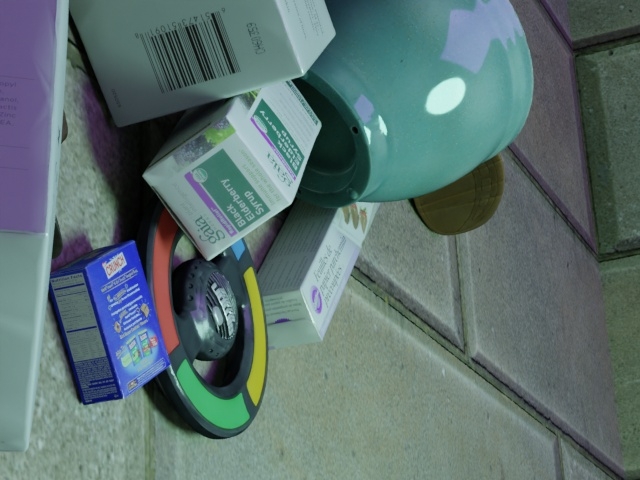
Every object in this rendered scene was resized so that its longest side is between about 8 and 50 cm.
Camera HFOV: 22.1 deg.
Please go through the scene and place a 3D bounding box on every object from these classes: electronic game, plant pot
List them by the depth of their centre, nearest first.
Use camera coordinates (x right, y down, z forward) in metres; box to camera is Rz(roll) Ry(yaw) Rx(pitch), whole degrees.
[{"bbox_3d":[-0.101,0.060,1.439,0.229,0.048,0.229,-11,90,-69],"label":"electronic game"},{"bbox_3d":[0.036,-0.154,1.644,0.196,0.293,0.293,-41,121,-35],"label":"plant pot"}]

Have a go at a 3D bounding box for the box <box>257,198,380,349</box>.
[{"bbox_3d":[0.000,0.000,1.709,0.324,0.067,0.063,-66,139,-58],"label":"box"}]

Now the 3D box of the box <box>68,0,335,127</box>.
[{"bbox_3d":[-0.108,-0.214,1.382,0.119,0.181,0.182,-60,133,-64],"label":"box"}]

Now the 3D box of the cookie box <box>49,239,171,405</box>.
[{"bbox_3d":[-0.165,0.063,1.283,0.092,0.040,0.107,-34,111,-67],"label":"cookie box"}]

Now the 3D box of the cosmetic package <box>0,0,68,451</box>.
[{"bbox_3d":[-0.216,-0.034,0.911,0.224,0.138,0.224,109,-19,-53],"label":"cosmetic package"}]

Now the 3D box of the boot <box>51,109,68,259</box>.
[{"bbox_3d":[-0.210,-0.056,1.246,0.114,0.037,0.106,-76,149,-58],"label":"boot"}]

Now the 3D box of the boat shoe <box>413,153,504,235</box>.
[{"bbox_3d":[0.152,-0.149,2.096,0.342,0.123,0.123,66,8,-47],"label":"boat shoe"}]

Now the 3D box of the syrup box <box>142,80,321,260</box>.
[{"bbox_3d":[-0.072,-0.081,1.444,0.093,0.096,0.237,52,16,-12],"label":"syrup box"}]
